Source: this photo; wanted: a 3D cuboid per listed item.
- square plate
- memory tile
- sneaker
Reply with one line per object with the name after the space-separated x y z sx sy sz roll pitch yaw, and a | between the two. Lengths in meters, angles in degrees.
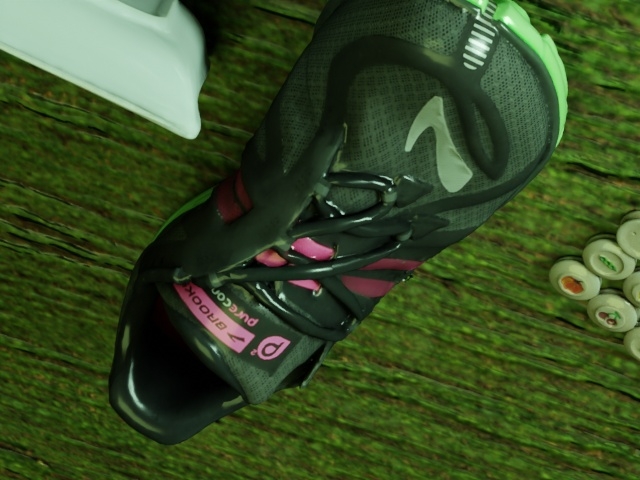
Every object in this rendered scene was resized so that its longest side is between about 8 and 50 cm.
-0.213 -0.178 1.141 0.344 0.347 0.049 28 99 -7 | square plate
0.237 0.046 1.327 0.148 0.012 0.113 40 138 -13 | memory tile
0.000 0.000 1.265 0.185 0.202 0.483 32 139 -6 | sneaker
